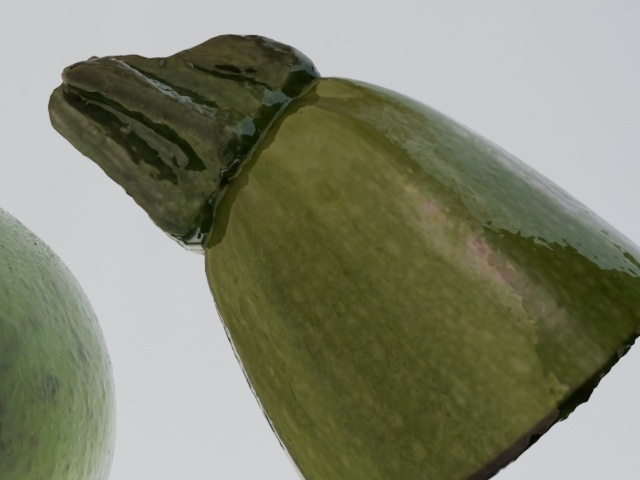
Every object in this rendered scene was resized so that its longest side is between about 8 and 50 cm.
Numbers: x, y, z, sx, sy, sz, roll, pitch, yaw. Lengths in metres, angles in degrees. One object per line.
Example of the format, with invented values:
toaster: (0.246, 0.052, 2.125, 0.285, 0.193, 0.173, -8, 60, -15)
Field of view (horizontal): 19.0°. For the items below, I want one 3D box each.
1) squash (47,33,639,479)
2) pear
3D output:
squash: (0.003, -0.007, 0.455, 0.105, 0.132, 0.105, -41, -179, 1)
pear: (-0.182, 0.089, 1.112, 0.239, 0.139, 0.288, 165, -79, -74)
